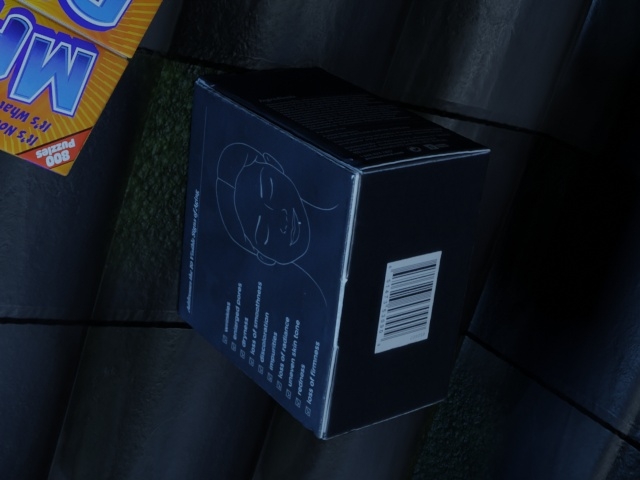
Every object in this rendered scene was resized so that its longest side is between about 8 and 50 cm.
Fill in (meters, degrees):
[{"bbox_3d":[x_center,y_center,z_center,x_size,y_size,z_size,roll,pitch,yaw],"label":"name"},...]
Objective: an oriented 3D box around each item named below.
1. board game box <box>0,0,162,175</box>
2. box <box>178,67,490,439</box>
[{"bbox_3d":[-0.461,-0.357,1.520,0.356,0.356,0.356,25,96,-44],"label":"board game box"},{"bbox_3d":[0.000,0.000,2.020,0.297,0.472,0.480,-12,120,-36],"label":"box"}]
